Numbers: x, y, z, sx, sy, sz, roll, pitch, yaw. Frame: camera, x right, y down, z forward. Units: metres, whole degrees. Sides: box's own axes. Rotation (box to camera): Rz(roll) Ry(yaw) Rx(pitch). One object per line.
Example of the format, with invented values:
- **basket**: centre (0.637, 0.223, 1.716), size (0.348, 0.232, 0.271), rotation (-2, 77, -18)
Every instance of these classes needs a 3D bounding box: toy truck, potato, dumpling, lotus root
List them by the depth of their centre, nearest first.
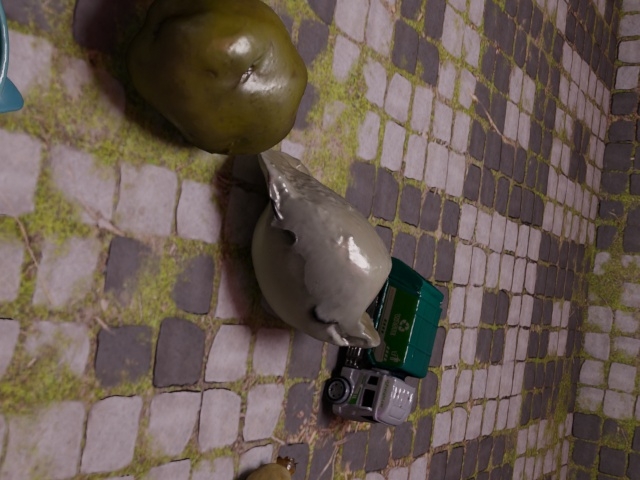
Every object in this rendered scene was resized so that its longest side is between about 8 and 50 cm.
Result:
- **potato**: centre (-0.101, -0.175, 0.751), size (0.200, 0.137, 0.154), rotation (35, 67, -53)
- **lotus root**: centre (-0.076, 0.332, 0.923), size (0.150, 0.062, 0.073), rotation (-50, 140, -39)
- **dumpling**: centre (0.006, 0.000, 0.930), size (0.227, 0.175, 0.243), rotation (-77, 173, -66)
- **toy truck**: centre (0.102, 0.154, 1.104), size (0.114, 0.124, 0.253), rotation (33, 66, -49)

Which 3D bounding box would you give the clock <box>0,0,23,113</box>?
- **clock**: centre (-0.320, -0.143, 0.483), size (0.274, 0.094, 0.223), rotation (-19, 112, -51)
